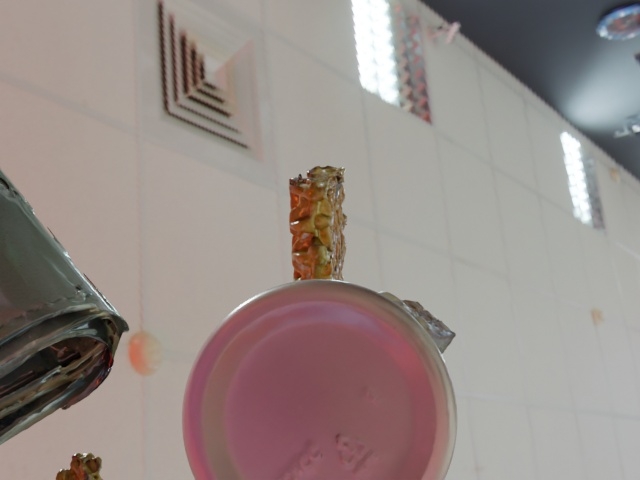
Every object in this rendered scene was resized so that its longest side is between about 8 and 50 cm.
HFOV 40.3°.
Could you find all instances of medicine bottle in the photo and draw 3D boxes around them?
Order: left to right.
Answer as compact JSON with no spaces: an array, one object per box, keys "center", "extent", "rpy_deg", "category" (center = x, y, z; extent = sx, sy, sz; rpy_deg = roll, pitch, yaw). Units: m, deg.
[{"center":[0.003,0.098,0.535],"extent":[0.274,0.133,0.133],"rpy_deg":[72,-173,-82],"category":"medicine bottle"}]

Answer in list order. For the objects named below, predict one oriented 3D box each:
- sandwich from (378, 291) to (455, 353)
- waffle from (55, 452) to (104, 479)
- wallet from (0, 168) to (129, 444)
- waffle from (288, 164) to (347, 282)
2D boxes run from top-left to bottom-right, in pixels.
[{"center":[0.054,0.201,1.191],"extent":[0.095,0.273,0.249],"rpy_deg":[39,-177,18],"category":"sandwich"},{"center":[-0.252,0.342,1.046],"extent":[0.051,0.194,0.149],"rpy_deg":[46,-124,-64],"category":"waffle"},{"center":[-0.224,0.004,0.388],"extent":[0.176,0.250,0.075],"rpy_deg":[-32,-31,-23],"category":"wallet"},{"center":[-0.001,0.001,1.157],"extent":[0.309,0.065,0.283],"rpy_deg":[85,-173,-56],"category":"waffle"}]
